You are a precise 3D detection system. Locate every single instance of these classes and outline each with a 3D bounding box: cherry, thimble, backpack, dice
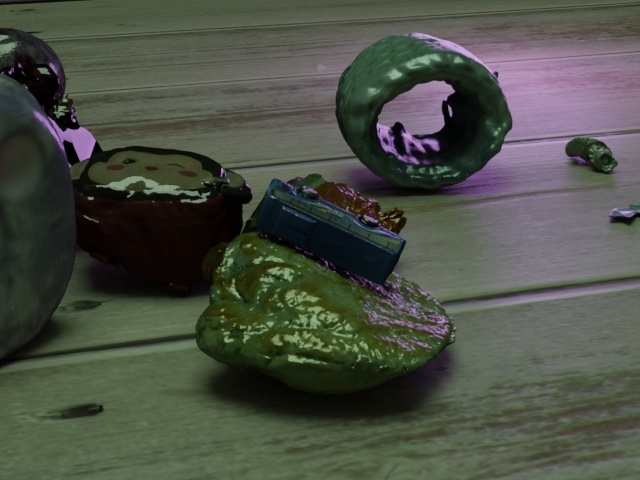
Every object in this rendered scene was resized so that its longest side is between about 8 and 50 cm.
[{"bbox_3d":[-0.514,-0.266,2.010,0.195,0.195,0.195,-1,20,0],"label":"cherry"},{"bbox_3d":[0.149,-0.184,1.723,0.250,0.205,0.172,1,21,-10],"label":"thimble"},{"bbox_3d":[-0.187,-0.036,1.423,0.229,0.139,0.229,5,18,-2],"label":"backpack"},{"bbox_3d":[-0.426,-0.024,1.212,0.270,0.271,0.270,14,25,34],"label":"dice"}]

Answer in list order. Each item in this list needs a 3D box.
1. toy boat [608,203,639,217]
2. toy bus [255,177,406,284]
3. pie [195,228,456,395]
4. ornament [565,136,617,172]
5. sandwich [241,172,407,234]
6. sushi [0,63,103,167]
[{"bbox_3d":[0.509,-0.038,1.531,0.291,0.067,0.220,8,22,30],"label":"toy boat"},{"bbox_3d":[0.008,-0.009,1.218,0.153,0.051,0.061,25,20,3],"label":"toy bus"},{"bbox_3d":[0.007,0.070,1.195,0.257,0.105,0.274,7,20,-5],"label":"pie"},{"bbox_3d":[0.406,-0.133,1.815,0.068,0.041,0.092,22,8,-4],"label":"ornament"},{"bbox_3d":[-0.004,0.002,1.392,0.160,0.109,0.185,25,24,9],"label":"sandwich"},{"bbox_3d":[-0.406,-0.118,1.524,0.227,0.215,0.212,-17,39,15],"label":"sushi"}]
